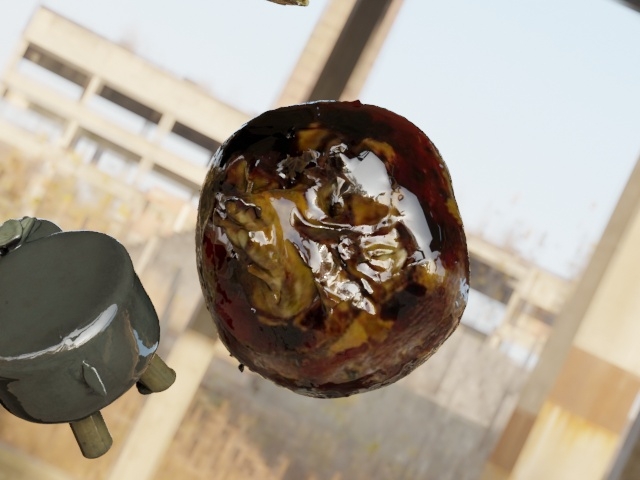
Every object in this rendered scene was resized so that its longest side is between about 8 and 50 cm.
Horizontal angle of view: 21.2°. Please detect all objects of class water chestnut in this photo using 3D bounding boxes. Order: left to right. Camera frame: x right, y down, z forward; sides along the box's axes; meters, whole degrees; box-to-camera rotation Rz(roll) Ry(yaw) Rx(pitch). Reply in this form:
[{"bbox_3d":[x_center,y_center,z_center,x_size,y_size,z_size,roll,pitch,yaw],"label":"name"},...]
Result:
[{"bbox_3d":[0.000,0.000,1.842,0.335,0.335,0.347,24,-6,23],"label":"water chestnut"}]

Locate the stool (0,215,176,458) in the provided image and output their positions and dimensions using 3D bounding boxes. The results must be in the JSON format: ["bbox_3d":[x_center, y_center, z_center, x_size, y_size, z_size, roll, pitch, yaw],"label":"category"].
[{"bbox_3d":[-0.208,0.070,1.439,0.153,0.228,0.139,-15,-48,10],"label":"stool"}]

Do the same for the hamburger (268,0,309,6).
[{"bbox_3d":[-0.052,-0.357,2.416,0.076,0.044,0.083,11,5,-41],"label":"hamburger"}]
